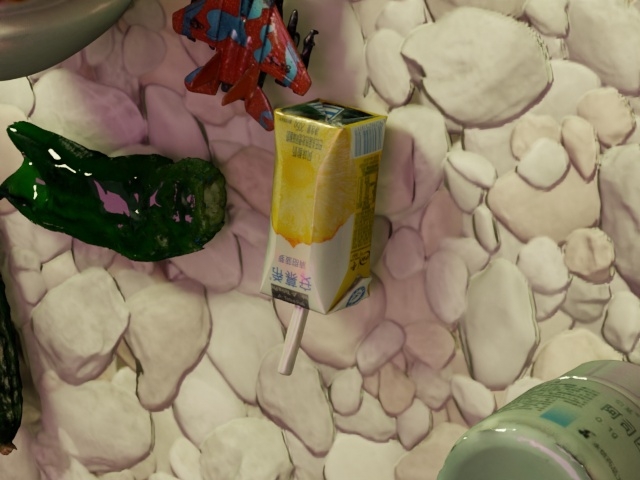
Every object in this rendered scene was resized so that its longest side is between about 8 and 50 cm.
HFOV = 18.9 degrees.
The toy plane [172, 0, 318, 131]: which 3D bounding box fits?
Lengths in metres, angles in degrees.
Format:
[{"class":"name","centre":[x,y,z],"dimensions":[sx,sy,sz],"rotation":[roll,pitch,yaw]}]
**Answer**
[{"class":"toy plane","centre":[-0.046,-0.180,1.423],"dimensions":[0.130,0.061,0.189],"rotation":[29,112,24]}]

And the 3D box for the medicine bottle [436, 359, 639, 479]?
[{"class":"medicine bottle","centre":[0.171,0.160,1.309],"dimensions":[0.135,0.168,0.135],"rotation":[9,107,30]}]

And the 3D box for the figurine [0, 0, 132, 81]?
[{"class":"figurine","centre":[-0.230,-0.305,1.452],"dimensions":[0.225,0.205,0.381],"rotation":[6,87,35]}]

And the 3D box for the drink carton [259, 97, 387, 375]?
[{"class":"drink carton","centre":[0.000,0.000,1.432],"dimensions":[0.084,0.074,0.200],"rotation":[17,113,29]}]

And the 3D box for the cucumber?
[{"class":"cucumber","centre":[-0.302,0.040,1.644],"dimensions":[0.068,0.067,0.293],"rotation":[-11,98,34]}]

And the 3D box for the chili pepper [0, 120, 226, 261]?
[{"class":"chili pepper","centre":[-0.177,-0.037,1.546],"dimensions":[0.224,0.061,0.098],"rotation":[10,115,28]}]
